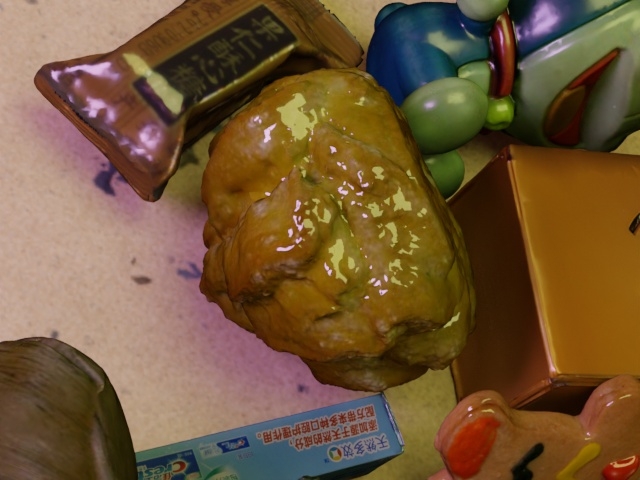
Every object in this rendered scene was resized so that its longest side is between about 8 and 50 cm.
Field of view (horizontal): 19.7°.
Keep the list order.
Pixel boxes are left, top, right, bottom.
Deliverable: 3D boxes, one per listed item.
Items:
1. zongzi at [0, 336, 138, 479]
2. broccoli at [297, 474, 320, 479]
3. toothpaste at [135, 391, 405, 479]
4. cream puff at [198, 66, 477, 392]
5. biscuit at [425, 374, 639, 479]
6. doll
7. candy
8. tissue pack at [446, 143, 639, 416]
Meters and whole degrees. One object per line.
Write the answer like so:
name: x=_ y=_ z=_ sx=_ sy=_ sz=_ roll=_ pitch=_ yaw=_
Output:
zongzi: x=-0.110 y=0.220 z=1.024 sx=0.392 sy=0.174 sz=0.356 roll=6 pitch=48 yaw=14
broccoli: x=0.009 y=0.302 z=1.208 sx=0.198 sy=0.177 sz=0.275 roll=-29 pitch=94 yaw=-41
toothpaste: x=-0.074 y=0.161 z=1.276 sx=0.272 sy=0.066 sz=0.053 roll=-10 pitch=70 yaw=-31
cream puff: x=0.014 y=-0.007 z=1.316 sx=0.196 sy=0.244 sz=0.244 roll=-12 pitch=71 yaw=-18
biscuit: x=0.188 y=0.170 z=1.353 sx=0.250 sy=0.165 sz=0.036 roll=2 pitch=38 yaw=-25
doll: x=0.175 y=-0.158 z=1.494 sx=0.322 sy=0.198 sz=0.186 roll=-15 pitch=62 yaw=-24
candy: x=-0.081 y=-0.135 z=1.409 sx=0.143 sy=0.101 sz=0.271 roll=47 pitch=49 yaw=3
tissue pack: x=0.246 y=0.049 z=1.455 sx=0.274 sy=0.145 sz=0.194 roll=4 pitch=62 yaw=-25
